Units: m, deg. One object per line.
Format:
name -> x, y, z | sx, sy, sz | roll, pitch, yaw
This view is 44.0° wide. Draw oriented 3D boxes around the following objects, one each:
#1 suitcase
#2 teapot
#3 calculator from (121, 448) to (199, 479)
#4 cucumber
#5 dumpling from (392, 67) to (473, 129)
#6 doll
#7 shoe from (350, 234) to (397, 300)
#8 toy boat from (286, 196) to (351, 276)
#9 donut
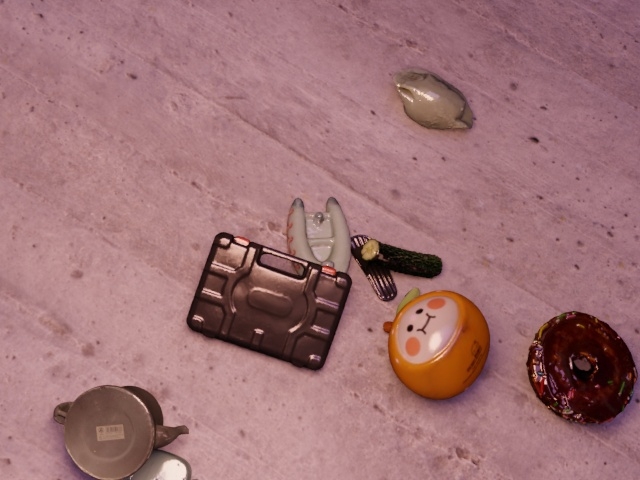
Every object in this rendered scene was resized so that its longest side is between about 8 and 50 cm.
suitcase -> -0.099, 0.119, 1.546 | 0.286, 0.066, 0.206 | 19, 90, -3
teapot -> -0.360, 0.324, 1.414 | 0.239, 0.149, 0.162 | 8, 92, 8
calculator -> -0.291, 0.434, 1.444 | 0.153, 0.021, 0.095 | 20, 67, 1
cucumber -> 0.168, 0.041, 1.635 | 0.187, 0.058, 0.058 | 14, 64, -34
dumpling -> 0.252, -0.317, 1.811 | 0.219, 0.152, 0.108 | 33, 110, -12
doll -> 0.211, 0.197, 1.561 | 0.236, 0.213, 0.213 | 19, 56, 46
shoe -> 0.116, 0.051, 1.657 | 0.062, 0.053, 0.159 | -23, 77, -15
toy boat -> 0.000, 0.000, 1.642 | 0.134, 0.079, 0.207 | 1, 67, -13
donut -> 0.527, 0.266, 1.629 | 0.235, 0.089, 0.235 | 4, 68, -10
